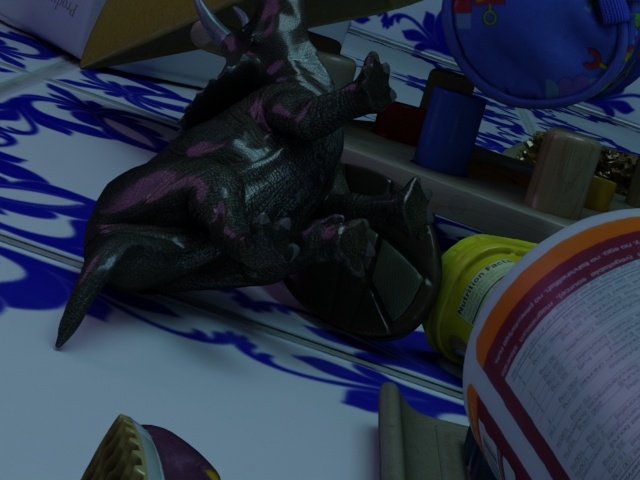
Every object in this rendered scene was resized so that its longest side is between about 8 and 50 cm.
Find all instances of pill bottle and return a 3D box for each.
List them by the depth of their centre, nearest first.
[{"bbox_3d":[0.129,0.084,0.462,0.121,0.121,0.221,15,20,-19],"label":"pill bottle"}]

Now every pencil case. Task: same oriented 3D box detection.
[{"bbox_3d":[0.177,-0.155,1.075,0.133,0.119,0.306,-17,2,18],"label":"pencil case"}]

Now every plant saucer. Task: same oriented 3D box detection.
[{"bbox_3d":[0.014,-0.224,1.187,0.333,0.081,0.333,-16,4,-34],"label":"plant saucer"}]

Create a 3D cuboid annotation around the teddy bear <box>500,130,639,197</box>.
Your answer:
[{"bbox_3d":[0.298,-0.012,1.326,0.338,0.113,0.245,17,9,21],"label":"teddy bear"}]

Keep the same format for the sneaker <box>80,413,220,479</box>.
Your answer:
[{"bbox_3d":[-0.018,0.113,0.397,0.084,0.069,0.185,23,16,-27],"label":"sneaker"}]

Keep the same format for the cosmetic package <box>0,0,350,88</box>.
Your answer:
[{"bbox_3d":[-0.150,-0.387,1.580,0.327,0.393,0.329,6,18,-44],"label":"cosmetic package"}]

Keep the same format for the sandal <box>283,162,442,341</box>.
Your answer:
[{"bbox_3d":[0.000,0.000,0.906,0.219,0.090,0.060,22,-11,48],"label":"sandal"}]

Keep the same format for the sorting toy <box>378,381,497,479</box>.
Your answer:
[{"bbox_3d":[0.131,0.132,0.567,0.229,0.041,0.307,18,12,-2],"label":"sorting toy"}]

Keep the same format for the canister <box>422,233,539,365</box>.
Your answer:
[{"bbox_3d":[0.147,0.065,0.812,0.126,0.073,0.170,12,15,-31],"label":"canister"}]

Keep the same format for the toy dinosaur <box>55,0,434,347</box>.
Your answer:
[{"bbox_3d":[-0.048,-0.020,0.802,0.160,0.121,0.313,-3,38,38],"label":"toy dinosaur"}]

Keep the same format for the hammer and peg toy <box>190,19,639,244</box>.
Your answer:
[{"bbox_3d":[0.063,-0.055,1.087,0.361,0.127,0.266,22,12,28],"label":"hammer and peg toy"}]
